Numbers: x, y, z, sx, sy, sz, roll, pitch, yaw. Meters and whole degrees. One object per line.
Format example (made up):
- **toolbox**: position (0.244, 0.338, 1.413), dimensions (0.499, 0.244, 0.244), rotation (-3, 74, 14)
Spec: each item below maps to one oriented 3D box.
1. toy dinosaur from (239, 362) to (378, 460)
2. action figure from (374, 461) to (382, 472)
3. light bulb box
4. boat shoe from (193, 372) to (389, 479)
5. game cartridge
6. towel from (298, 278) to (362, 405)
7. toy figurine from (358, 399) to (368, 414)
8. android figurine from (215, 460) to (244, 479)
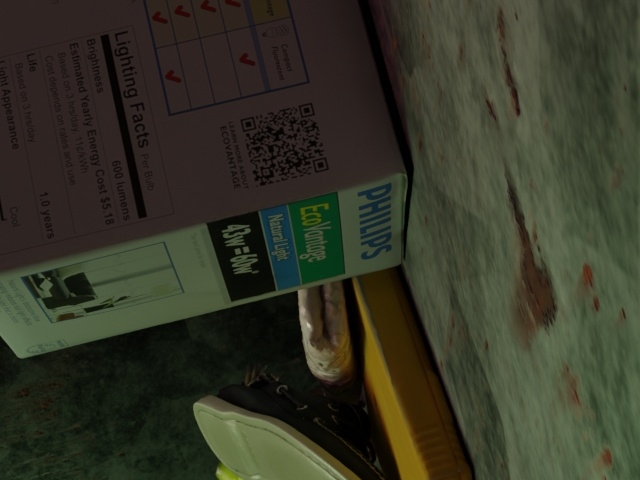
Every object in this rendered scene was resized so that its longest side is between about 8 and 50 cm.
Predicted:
- **toy dinosaur**: position (-0.013, 0.228, 1.857), dimensions (0.295, 0.200, 0.127), rotation (81, 175, -55)
- **action figure**: position (0.071, 0.405, 2.022), dimensions (0.185, 0.099, 0.285), rotation (117, 137, -65)
- **light bulb box**: position (-0.140, -0.129, 1.302), dimensions (0.225, 0.361, 0.358), rotation (83, 174, -70)
- **boat shoe**: position (-0.005, 0.205, 1.525), dimensions (0.340, 0.113, 0.127), rotation (8, 125, 61)
- **game cartridge**: position (0.092, 0.203, 1.395), dimensions (0.323, 0.053, 0.285), rotation (-110, 8, -49)
- **towel**: position (0.000, 0.000, 1.572), dimensions (0.332, 0.053, 0.317), rotation (71, -168, -74)
- **toy figurine**: position (0.016, 0.340, 2.209), dimensions (0.209, 0.148, 0.213), rotation (129, 129, -85)
- **android figurine**: position (0.016, 0.308, 1.649), dimensions (0.273, 0.248, 0.056), rotation (29, 103, 40)
